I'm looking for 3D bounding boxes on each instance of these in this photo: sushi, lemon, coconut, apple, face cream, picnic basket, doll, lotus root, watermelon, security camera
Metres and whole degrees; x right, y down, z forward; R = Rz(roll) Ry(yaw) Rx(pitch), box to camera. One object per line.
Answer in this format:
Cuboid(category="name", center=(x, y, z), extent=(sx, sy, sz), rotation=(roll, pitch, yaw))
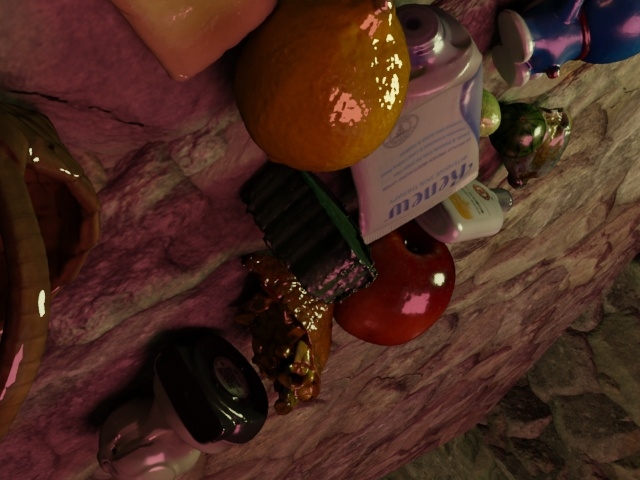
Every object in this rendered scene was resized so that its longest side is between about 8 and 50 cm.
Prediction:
Cuboid(category="sushi", center=(-0.057, 0.157, 1.246), extent=(0.179, 0.167, 0.296), rotation=(-35, 148, -37))
Cuboid(category="lemon", center=(0.003, -0.175, 0.817), extent=(0.187, 0.187, 0.244), rotation=(-14, 148, -41))
Cuboid(category="coconut", center=(0.238, -0.200, 1.189), extent=(0.088, 0.096, 0.087), rotation=(-1, 125, -1))
Cuboid(category="apple", center=(0.118, 0.067, 1.299), extent=(0.218, 0.218, 0.201), rotation=(-13, 151, -42))
Cuboid(category="face cream", center=(0.265, -0.062, 1.362), extent=(0.291, 0.144, 0.071), rotation=(-6, 143, -51))
Cuboid(category="picnic basket", center=(-0.314, 0.034, 0.588), extent=(0.293, 0.337, 0.337), rotation=(-49, 152, 18))
Cuboid(category="doll", center=(0.381, -0.327, 1.125), extent=(0.257, 0.161, 0.215), rotation=(-18, 164, -6))
Cuboid(category="lotus root", center=(0.407, -0.174, 1.439), extent=(0.113, 0.088, 0.192), rotation=(-8, 143, -21))
Cuboid(category="watermelon", center=(0.344, -0.190, 1.321), extent=(0.109, 0.109, 0.109), rotation=(-30, 152, -18))
Cuboid(category="security camera", center=(-0.241, 0.303, 1.250), extent=(0.277, 0.197, 0.191), rotation=(-40, 163, 15))
Cuboid(category="face cream", center=(0.130, -0.153, 1.049), extent=(0.235, 0.137, 0.420), rotation=(-32, 151, -10))

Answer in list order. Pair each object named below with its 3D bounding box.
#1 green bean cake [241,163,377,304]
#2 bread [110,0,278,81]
Cuboid(category="green bean cake", center=(0.000, 0.000, 1.059), extent=(0.107, 0.208, 0.193), rotation=(-40, 152, 7))
Cuboid(category="bread", center=(-0.125, -0.241, 0.684), extent=(0.139, 0.060, 0.178), rotation=(-39, 153, -3))
